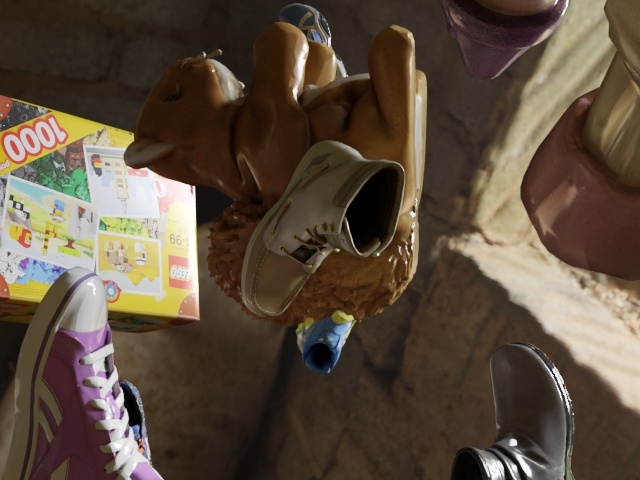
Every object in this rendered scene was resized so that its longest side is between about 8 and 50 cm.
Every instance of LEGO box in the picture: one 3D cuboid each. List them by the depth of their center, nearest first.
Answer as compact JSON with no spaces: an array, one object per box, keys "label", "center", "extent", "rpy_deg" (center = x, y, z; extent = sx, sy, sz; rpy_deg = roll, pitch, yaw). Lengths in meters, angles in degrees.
[{"label":"LEGO box","center":[-0.485,-0.031,1.939],"extent":[0.193,0.372,0.500],"rpy_deg":[-15,-17,38]}]

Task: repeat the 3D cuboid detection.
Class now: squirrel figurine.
[{"label":"squirrel figurine","center":[-0.059,-0.075,1.287],"extent":[0.370,0.397,0.281],"rpy_deg":[2,5,9]}]

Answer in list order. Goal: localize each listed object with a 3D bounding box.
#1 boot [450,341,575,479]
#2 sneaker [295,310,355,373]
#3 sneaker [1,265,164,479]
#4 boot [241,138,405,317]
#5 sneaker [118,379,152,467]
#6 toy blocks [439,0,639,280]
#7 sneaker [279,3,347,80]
[{"label":"boot","center":[0.278,0.308,1.485],"extent":[0.223,0.118,0.338],"rpy_deg":[8,61,-43]},{"label":"sneaker","center":[-0.008,0.181,1.742],"extent":[0.091,0.240,0.126],"rpy_deg":[26,58,2]},{"label":"sneaker","center":[-0.198,0.172,0.936],"extent":[0.161,0.282,0.102],"rpy_deg":[14,13,14]},{"label":"boot","center":[0.000,0.000,1.052],"extent":[0.077,0.213,0.165],"rpy_deg":[28,1,-27]},{"label":"sneaker","center":[-0.299,0.315,1.534],"extent":[0.083,0.087,0.221],"rpy_deg":[-10,70,-17]},{"label":"toy blocks","center":[0.211,-0.036,0.363],"extent":[0.288,0.260,0.309],"rpy_deg":[-10,56,-13]},{"label":"sneaker","center":[-0.027,-0.307,1.618],"extent":[0.081,0.080,0.211],"rpy_deg":[-7,52,-26]}]
